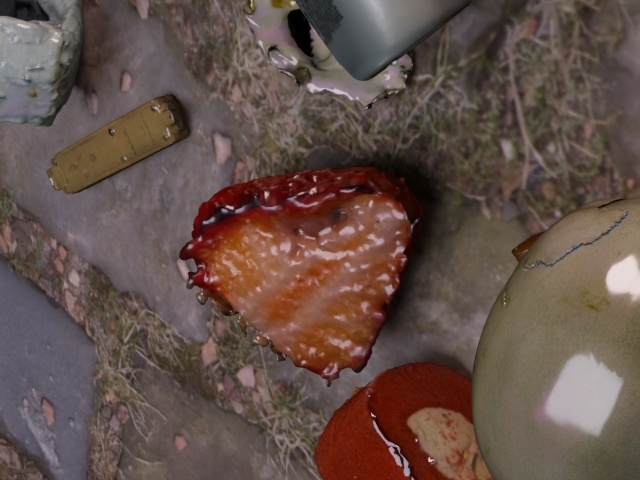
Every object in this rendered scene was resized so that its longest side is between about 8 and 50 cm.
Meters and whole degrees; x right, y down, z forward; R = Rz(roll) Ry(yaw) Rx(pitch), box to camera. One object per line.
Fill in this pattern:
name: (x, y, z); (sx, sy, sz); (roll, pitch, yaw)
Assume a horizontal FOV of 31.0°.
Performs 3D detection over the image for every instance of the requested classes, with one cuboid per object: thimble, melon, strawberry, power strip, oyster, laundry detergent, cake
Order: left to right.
thimble: (-0.420, -0.262, 1.517); (0.250, 0.205, 0.171); (42, 131, 26)
power strip: (-0.281, -0.126, 1.577); (0.305, 0.044, 0.064); (-20, 96, 43)
laundry detergent: (-0.030, -0.341, 1.081); (0.397, 0.125, 0.264); (53, 177, -4)
strawberry: (-0.018, -0.003, 1.342); (0.253, 0.150, 0.280); (25, 124, 5)
oyster: (0.007, -0.222, 1.273); (0.209, 0.072, 0.132); (10, 111, 16)
cake: (0.133, 0.277, 1.318); (0.283, 0.177, 0.151); (55, 135, 14)
melon: (0.279, 0.113, 1.049); (0.268, 0.268, 0.330); (30, 110, 27)

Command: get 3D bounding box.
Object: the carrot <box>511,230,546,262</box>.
carrot: (0.252, 0.059, 1.201); (0.048, 0.048, 0.139); (-29, 92, 44)
